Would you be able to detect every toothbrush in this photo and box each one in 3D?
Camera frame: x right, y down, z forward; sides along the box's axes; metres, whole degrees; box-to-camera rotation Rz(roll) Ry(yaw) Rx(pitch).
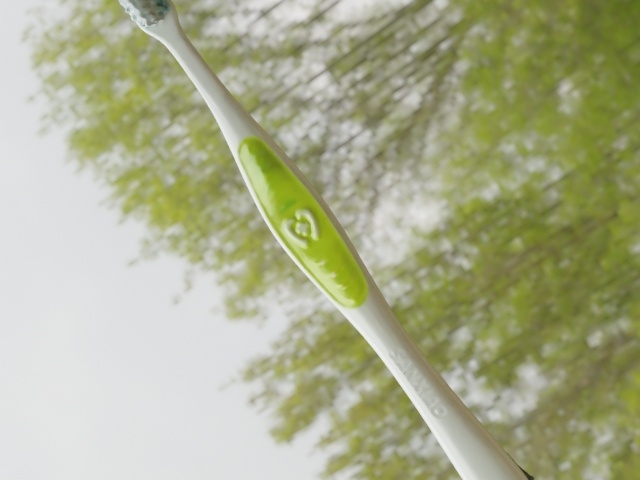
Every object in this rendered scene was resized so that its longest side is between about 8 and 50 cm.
[{"bbox_3d":[0.000,0.000,0.595,0.263,0.022,0.026,53,-169,2],"label":"toothbrush"}]
